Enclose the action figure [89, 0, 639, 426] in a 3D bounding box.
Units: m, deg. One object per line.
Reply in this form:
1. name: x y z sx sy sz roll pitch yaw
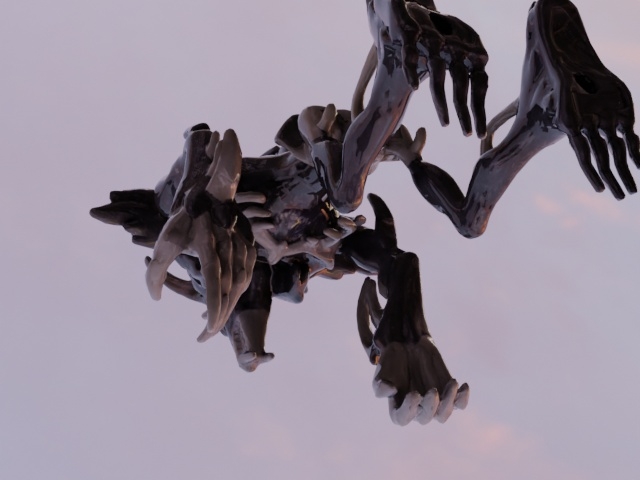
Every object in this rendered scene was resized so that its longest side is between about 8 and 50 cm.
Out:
1. action figure: 0.000 0.000 0.584 0.164 0.276 0.141 16 -122 -26
